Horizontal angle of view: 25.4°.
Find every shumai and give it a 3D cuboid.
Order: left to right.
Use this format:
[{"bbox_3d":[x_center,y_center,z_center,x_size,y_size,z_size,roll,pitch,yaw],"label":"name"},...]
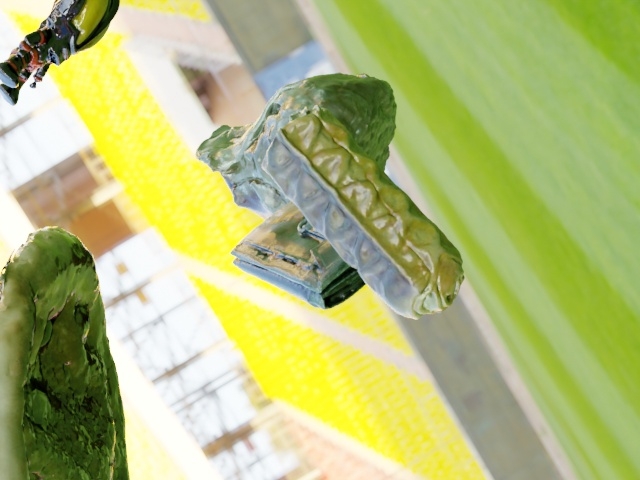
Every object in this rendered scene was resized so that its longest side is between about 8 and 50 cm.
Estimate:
[{"bbox_3d":[-0.059,-0.145,2.181,0.288,0.292,0.330,19,179,16],"label":"shumai"}]

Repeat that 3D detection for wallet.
[{"bbox_3d":[-0.001,-0.002,1.711,0.236,0.160,0.055,24,149,57],"label":"wallet"}]

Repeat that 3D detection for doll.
[{"bbox_3d":[-0.376,-0.301,2.079,0.088,0.249,0.127,48,154,-16],"label":"doll"}]

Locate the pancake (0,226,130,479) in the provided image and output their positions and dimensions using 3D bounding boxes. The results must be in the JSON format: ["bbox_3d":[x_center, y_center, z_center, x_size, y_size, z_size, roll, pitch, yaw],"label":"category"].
[{"bbox_3d":[-0.207,0.158,1.145,0.356,0.065,0.356,-8,-90,-83],"label":"pancake"}]

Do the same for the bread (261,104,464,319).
[{"bbox_3d":[0.049,-0.027,1.524,0.269,0.098,0.087,48,172,17],"label":"bread"}]
